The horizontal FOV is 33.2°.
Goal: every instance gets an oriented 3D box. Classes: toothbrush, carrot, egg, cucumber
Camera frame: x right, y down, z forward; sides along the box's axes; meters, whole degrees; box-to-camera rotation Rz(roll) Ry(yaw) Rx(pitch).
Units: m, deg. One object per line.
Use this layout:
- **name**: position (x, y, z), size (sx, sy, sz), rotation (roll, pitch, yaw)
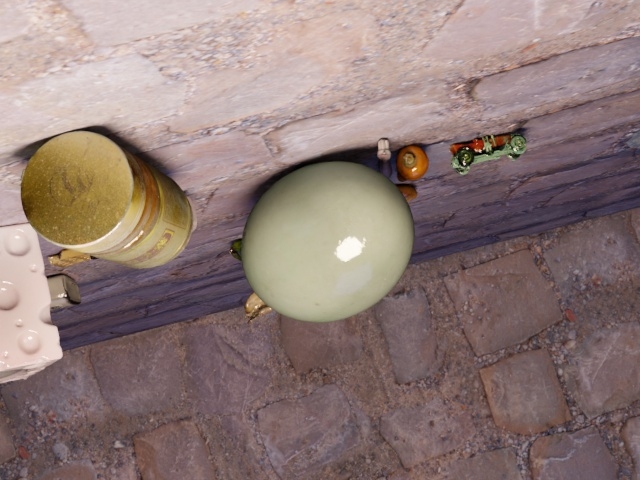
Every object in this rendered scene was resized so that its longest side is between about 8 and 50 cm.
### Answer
- **toothbrush**: position (0.118, -0.145, 1.962), size (0.025, 0.030, 0.307), rotation (-3, 174, 4)
- **carrot**: position (0.169, -0.133, 2.015), size (0.061, 0.061, 0.257), rotation (-14, 175, 1)
- **egg**: position (0.009, 0.004, 1.885), size (0.276, 0.276, 0.389), rotation (-8, 168, -34)
- **cucumber**: position (-0.132, 0.021, 2.496), size (0.069, 0.069, 0.227), rotation (-21, 166, 39)

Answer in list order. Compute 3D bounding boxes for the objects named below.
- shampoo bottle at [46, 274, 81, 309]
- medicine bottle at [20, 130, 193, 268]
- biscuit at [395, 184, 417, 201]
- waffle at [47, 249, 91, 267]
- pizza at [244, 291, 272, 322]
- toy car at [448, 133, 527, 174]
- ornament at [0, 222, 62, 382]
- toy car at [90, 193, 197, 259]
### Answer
- **shampoo bottle**: position (-0.679, 0.138, 2.347), size (0.284, 0.071, 0.153), rotation (-11, 174, -4)
- **medicine bottle**: position (-0.285, -0.046, 1.505), size (0.151, 0.151, 0.322), rotation (-15, 171, 6)
- **biscuit**: position (0.094, -0.079, 2.309), size (0.228, 0.031, 0.176), rotation (-16, 170, 8)
- **waffle**: position (-0.465, 0.024, 2.112), size (0.135, 0.021, 0.092), rotation (-16, 173, 7)
- **pizza**: position (0.015, 0.041, 2.564), size (0.434, 0.080, 0.392), rotation (-30, -179, 5)
- **toy car**: position (0.315, -0.169, 2.021), size (0.143, 0.054, 0.073), rotation (-15, 169, -1)
- **ornament**: position (-0.602, 0.126, 1.813), size (0.239, 0.240, 0.239), rotation (-9, 169, -31)
- **toy car**: position (-0.308, -0.030, 1.791), size (0.108, 0.090, 0.209), rotation (-21, 171, 37)
